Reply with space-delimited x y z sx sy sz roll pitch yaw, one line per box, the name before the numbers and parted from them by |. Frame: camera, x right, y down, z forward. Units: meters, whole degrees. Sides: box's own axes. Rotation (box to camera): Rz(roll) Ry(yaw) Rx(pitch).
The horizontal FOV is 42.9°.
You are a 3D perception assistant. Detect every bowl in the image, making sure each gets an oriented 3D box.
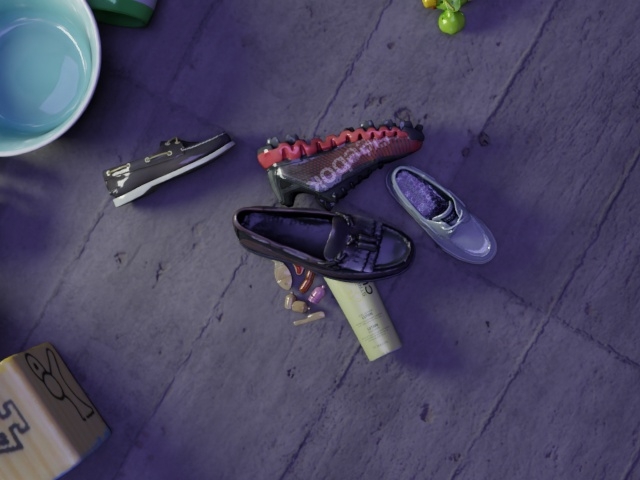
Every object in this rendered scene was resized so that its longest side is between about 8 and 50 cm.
bowl | -0.485 -0.284 1.314 0.312 0.163 0.311 0 91 2

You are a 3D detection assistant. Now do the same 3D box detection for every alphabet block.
alphabet block | -0.487 0.304 1.308 0.193 0.192 0.197 -34 89 -1

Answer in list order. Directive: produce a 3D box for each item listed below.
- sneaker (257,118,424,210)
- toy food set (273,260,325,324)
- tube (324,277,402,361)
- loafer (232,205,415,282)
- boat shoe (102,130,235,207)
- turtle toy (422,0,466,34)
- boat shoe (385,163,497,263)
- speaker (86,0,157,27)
sneaker | 0.040 -0.121 1.339 0.276 0.097 0.135 -11 90 3
toy food set | -0.031 0.078 1.377 0.078 0.019 0.122 -17 83 14
tube | 0.056 0.083 1.362 0.070 0.062 0.240 -19 80 -39
loafer | 0.000 0.000 1.314 0.303 0.095 0.109 9 78 12
boat shoe | -0.253 -0.132 1.351 0.228 0.081 0.068 -26 94 4
turtle toy | 0.211 -0.408 1.348 0.095 0.066 0.130 -9 91 1
boat shoe | 0.199 -0.041 1.344 0.227 0.081 0.079 41 91 1
speaker | -0.315 -0.508 1.328 0.131 0.131 0.296 8 91 1
